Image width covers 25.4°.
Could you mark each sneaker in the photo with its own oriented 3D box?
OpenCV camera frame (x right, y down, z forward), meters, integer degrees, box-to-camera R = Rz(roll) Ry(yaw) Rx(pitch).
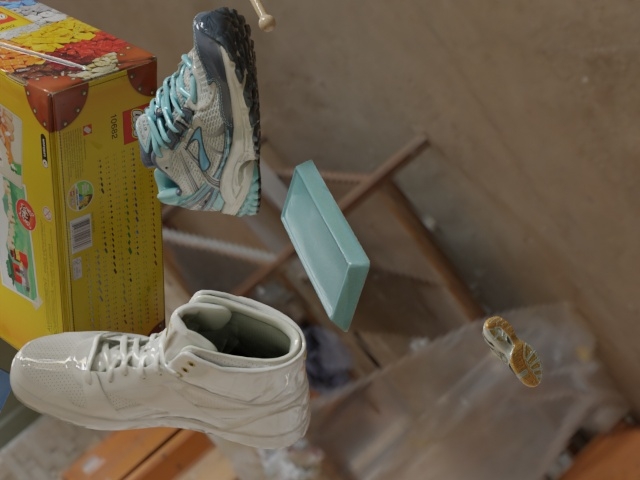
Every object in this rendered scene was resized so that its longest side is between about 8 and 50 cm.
[{"bbox_3d":[0.197,0.115,1.454,0.083,0.032,0.037,55,163,13],"label":"sneaker"},{"bbox_3d":[-0.118,-0.108,1.350,0.283,0.122,0.110,92,174,-57],"label":"sneaker"},{"bbox_3d":[-0.151,0.101,1.317,0.293,0.108,0.169,7,143,3],"label":"sneaker"}]

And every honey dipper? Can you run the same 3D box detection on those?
[{"bbox_3d":[-0.084,-0.282,1.505,0.030,0.030,0.160,78,168,-60],"label":"honey dipper"}]

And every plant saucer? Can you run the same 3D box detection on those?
[{"bbox_3d":[0.000,0.000,1.206,0.192,0.018,0.067,-119,41,-57],"label":"plant saucer"}]

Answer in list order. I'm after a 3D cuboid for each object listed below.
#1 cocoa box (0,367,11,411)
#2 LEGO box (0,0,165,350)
[{"bbox_3d":[-0.586,0.181,1.675,0.228,0.231,0.347,7,157,40],"label":"cocoa box"},{"bbox_3d":[-0.429,-0.082,2.183,0.372,0.193,0.500,28,129,38],"label":"LEGO box"}]
